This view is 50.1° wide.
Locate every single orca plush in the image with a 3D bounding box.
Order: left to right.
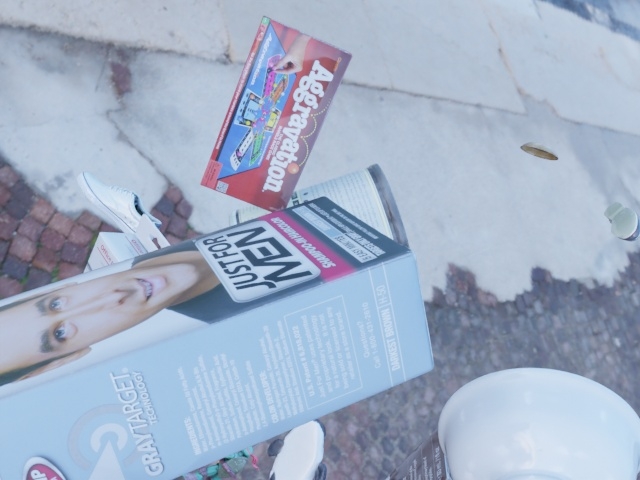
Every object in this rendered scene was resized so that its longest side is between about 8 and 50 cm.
[{"bbox_3d":[-0.045,0.549,1.592,0.102,0.151,0.287,24,71,-66],"label":"orca plush"}]

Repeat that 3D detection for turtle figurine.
[{"bbox_3d":[-0.279,0.643,2.004,0.234,0.118,0.175,-34,122,-9],"label":"turtle figurine"}]

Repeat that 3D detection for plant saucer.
[{"bbox_3d":[0.469,-0.193,1.462,0.083,0.083,0.015,21,90,-35],"label":"plant saucer"}]

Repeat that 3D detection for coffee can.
[{"bbox_3d":[0.000,0.000,1.213,0.201,0.276,0.201,-18,90,-90],"label":"coffee can"}]

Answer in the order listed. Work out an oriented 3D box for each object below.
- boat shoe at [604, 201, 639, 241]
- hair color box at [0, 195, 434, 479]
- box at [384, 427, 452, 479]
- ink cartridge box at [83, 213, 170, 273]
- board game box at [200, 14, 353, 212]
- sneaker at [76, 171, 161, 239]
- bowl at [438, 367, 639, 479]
[{"bbox_3d":[0.512,-0.025,1.144,0.043,0.049,0.137,45,20,-7],"label":"boat shoe"},{"bbox_3d":[-0.121,0.087,0.558,0.375,0.185,0.113,-19,113,-16],"label":"hair color box"},{"bbox_3d":[0.151,0.547,1.270,0.143,0.381,0.191,38,14,-4],"label":"box"},{"bbox_3d":[-0.280,0.060,0.959,0.060,0.180,0.104,2,34,-48],"label":"ink cartridge box"},{"bbox_3d":[-0.072,-0.186,1.066,0.145,0.281,0.027,21,22,-10],"label":"board game box"},{"bbox_3d":[-0.530,-0.102,1.824,0.258,0.091,0.094,43,11,-6],"label":"sneaker"},{"bbox_3d":[0.311,0.333,0.978,0.298,0.298,0.134,47,33,-15],"label":"bowl"}]
